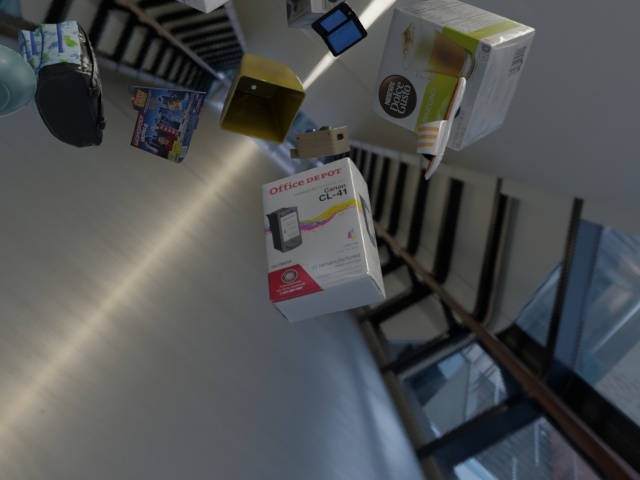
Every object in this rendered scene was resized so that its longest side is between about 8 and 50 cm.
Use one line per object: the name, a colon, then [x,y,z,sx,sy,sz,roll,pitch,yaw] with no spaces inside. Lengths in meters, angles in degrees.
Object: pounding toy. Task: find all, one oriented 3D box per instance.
pounding toy: [-0.015,-0.321,2.401,0.181,0.206,0.094,-26,109,-61]

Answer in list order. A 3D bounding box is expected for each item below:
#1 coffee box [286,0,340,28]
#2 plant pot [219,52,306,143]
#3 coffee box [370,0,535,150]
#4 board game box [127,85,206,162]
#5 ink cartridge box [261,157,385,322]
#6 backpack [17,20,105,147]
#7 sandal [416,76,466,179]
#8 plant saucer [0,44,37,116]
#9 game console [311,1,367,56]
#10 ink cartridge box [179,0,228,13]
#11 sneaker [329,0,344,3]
coffee box: [-0.024,-0.800,2.197,0.119,0.296,0.168,-5,1,-28]
plant pot: [-0.187,-0.458,2.286,0.212,0.212,0.187,11,44,-21]
coffee box: [0.402,-0.524,2.275,0.334,0.337,0.338,29,36,24]
board game box: [-0.421,-0.326,1.933,0.194,0.194,0.060,22,15,13]
ink cartridge box: [0.000,0.000,1.603,0.131,0.226,0.306,52,25,-56]
backpack: [-0.746,-0.480,2.124,0.290,0.274,0.355,91,-4,-53]
sandal: [0.277,-0.275,1.778,0.076,0.265,0.102,19,-7,2]
plant saucer: [-0.609,-0.273,1.314,0.195,0.195,0.037,36,31,-53]
game console: [0.055,-0.608,2.128,0.107,0.122,0.071,28,36,-56]
ink cartridge box: [-0.326,-0.679,1.948,0.198,0.115,0.067,33,-31,32]
sneaker: [0.086,-0.642,1.783,0.290,0.123,0.105,35,-34,62]
